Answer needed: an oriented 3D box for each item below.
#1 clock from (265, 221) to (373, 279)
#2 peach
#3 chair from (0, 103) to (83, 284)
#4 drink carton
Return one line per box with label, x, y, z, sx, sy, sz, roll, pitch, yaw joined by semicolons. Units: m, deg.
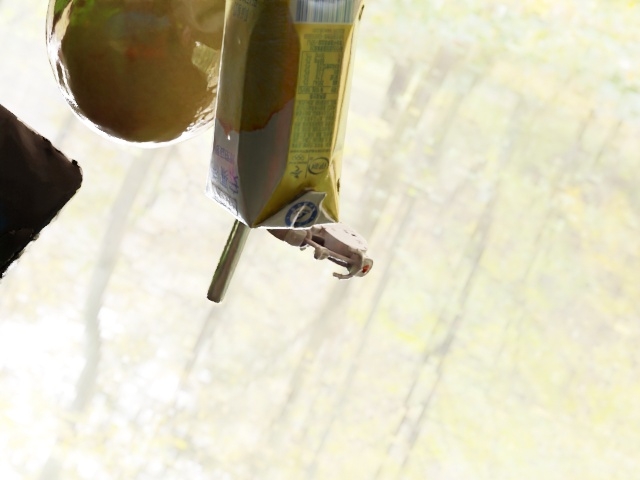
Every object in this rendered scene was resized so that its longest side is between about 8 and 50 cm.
clock;0.000;0.000;1.734;0.129;0.041;0.087;18;-157;-37
peach;-0.135;-0.160;1.276;0.184;0.184;0.184;25;-175;-2
chair;-0.220;-0.053;0.725;0.221;0.140;0.145;39;-179;-2
drink carton;-0.024;-0.059;0.927;0.074;0.200;0.084;-5;-157;-31
